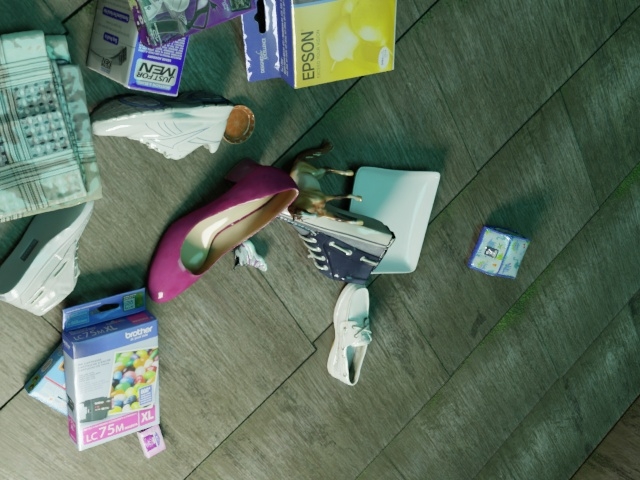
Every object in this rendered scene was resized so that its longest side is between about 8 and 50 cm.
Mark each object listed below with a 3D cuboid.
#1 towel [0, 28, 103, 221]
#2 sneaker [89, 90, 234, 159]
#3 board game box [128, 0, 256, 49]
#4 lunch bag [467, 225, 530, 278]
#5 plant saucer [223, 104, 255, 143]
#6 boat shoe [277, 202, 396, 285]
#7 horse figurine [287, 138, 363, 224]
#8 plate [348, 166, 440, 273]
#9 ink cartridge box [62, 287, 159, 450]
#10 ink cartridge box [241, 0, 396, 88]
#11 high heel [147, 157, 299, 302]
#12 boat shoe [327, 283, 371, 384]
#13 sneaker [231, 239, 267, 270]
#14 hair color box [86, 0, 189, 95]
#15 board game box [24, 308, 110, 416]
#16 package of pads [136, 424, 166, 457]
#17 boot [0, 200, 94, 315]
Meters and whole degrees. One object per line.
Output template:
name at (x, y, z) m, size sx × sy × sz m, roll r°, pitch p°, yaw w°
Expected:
towel at (-0.543, -0.185, 1.416) m, size 0.324 × 0.056 × 0.312 m, roll -19°, pitch 105°, yaw -32°
sneaker at (-0.301, -0.214, 1.609) m, size 0.297 × 0.111 × 0.129 m, roll -7°, pitch 120°, yaw -35°
board game box at (-0.234, -0.502, 1.317) m, size 0.208 × 0.056 × 0.346 m, roll -32°, pitch 126°, yaw -27°
lunch bag at (0.500, 0.030, 2.367) m, size 0.151 × 0.096 × 0.128 m, roll 12°, pitch 105°, yaw -27°
plant saucer at (-0.176, -0.244, 1.753) m, size 0.084 × 0.013 × 0.083 m, roll -18°, pitch 121°, yaw -32°
boat shoe at (0.000, 0.000, 1.911) m, size 0.341 × 0.127 × 0.158 m, roll 19°, pitch 109°, yaw -23°
horse figurine at (-0.005, -0.118, 1.823) m, size 0.175 × 0.263 × 0.066 m, roll 3°, pitch 135°, yaw -17°
plate at (0.159, -0.050, 2.086) m, size 0.277 × 0.045 × 0.277 m, roll -1°, pitch 111°, yaw -39°
ink cartridge box at (-0.425, 0.263, 1.708) m, size 0.186 × 0.065 × 0.311 m, roll -13°, pitch 117°, yaw -35°
ink cartridge box at (0.000, -0.449, 1.646) m, size 0.307 × 0.072 × 0.303 m, roll -16°, pitch 138°, yaw -13°
high heel at (-0.207, -0.006, 1.724) m, size 0.127 × 0.181 × 0.377 m, roll 38°, pitch 84°, yaw -42°
boat shoe at (0.091, 0.239, 2.131) m, size 0.098 × 0.096 × 0.277 m, roll -8°, pitch 115°, yaw -35°
sneaker at (-0.167, 0.049, 1.882) m, size 0.069 × 0.038 × 0.098 m, roll -42°, pitch 121°, yaw -13°
hair color box at (-0.297, -0.440, 1.450) m, size 0.110 × 0.185 × 0.338 m, roll 5°, pitch 107°, yaw -40°
board game box at (-0.479, 0.261, 1.729) m, size 0.211 × 0.039 × 0.160 m, roll -50°, pitch 132°, yaw -8°
package of pads at (-0.385, 0.449, 1.895) m, size 0.050 × 0.032 × 0.083 m, roll -28°, pitch 125°, yaw -28°
boot at (-0.497, 0.022, 1.585) m, size 0.258 × 0.095 × 0.123 m, roll -51°, pitch 146°, yaw -5°
